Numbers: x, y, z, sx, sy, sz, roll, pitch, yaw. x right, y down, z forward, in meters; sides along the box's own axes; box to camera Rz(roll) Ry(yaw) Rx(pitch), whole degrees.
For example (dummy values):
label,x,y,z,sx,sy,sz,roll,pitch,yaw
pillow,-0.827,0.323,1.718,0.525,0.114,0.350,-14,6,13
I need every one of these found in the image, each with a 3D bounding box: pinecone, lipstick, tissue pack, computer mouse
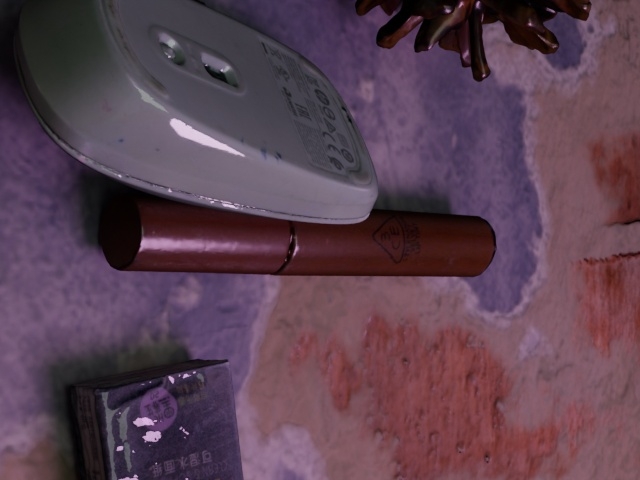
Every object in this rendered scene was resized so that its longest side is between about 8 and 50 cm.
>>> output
label,x,y,z,sx,sy,sz,roll,pitch,yaw
pinecone,0.111,-0.231,0.946,0.202,0.229,0.201,7,112,-41
lipstick,0.000,0.000,0.939,0.357,0.057,0.057,2,86,-40
tissue pack,-0.106,0.166,0.844,0.112,0.051,0.156,-8,93,-42
computer mouse,-0.083,-0.081,0.838,0.288,0.097,0.159,18,39,-48
